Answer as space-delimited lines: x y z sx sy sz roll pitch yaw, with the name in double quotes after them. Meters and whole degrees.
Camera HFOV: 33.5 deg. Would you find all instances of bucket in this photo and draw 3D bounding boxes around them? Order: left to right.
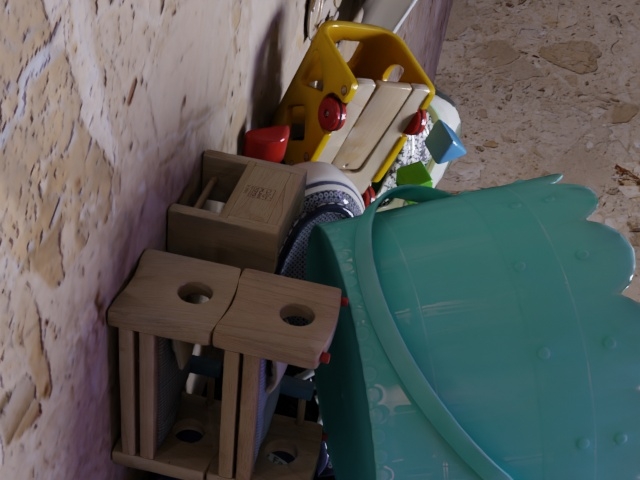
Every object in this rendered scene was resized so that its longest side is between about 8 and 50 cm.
0.100 0.092 0.750 0.281 0.183 0.281 172 -90 -81 "bucket"

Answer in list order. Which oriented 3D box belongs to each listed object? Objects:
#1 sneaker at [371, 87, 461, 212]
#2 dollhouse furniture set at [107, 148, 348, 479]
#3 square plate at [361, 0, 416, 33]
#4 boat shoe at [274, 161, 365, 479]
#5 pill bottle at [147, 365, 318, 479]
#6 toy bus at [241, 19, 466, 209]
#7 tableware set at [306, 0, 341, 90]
0.086 -0.051 1.723 0.182 0.158 0.411 -9 117 -49 "sneaker"
-0.044 0.051 0.701 0.184 0.128 0.129 -69 168 -53 "dollhouse furniture set"
0.141 -0.406 1.273 0.344 0.049 0.347 -58 -171 29 "square plate"
-0.001 0.111 0.916 0.158 0.127 0.341 -127 -145 -46 "boat shoe"
-0.071 0.200 0.768 0.219 0.122 0.123 -71 170 -45 "pill bottle"
0.008 -0.096 0.938 0.104 0.202 0.191 63 2 33 "toy bus"
0.007 -0.216 1.091 0.141 0.020 0.169 -70 170 -45 "tableware set"
